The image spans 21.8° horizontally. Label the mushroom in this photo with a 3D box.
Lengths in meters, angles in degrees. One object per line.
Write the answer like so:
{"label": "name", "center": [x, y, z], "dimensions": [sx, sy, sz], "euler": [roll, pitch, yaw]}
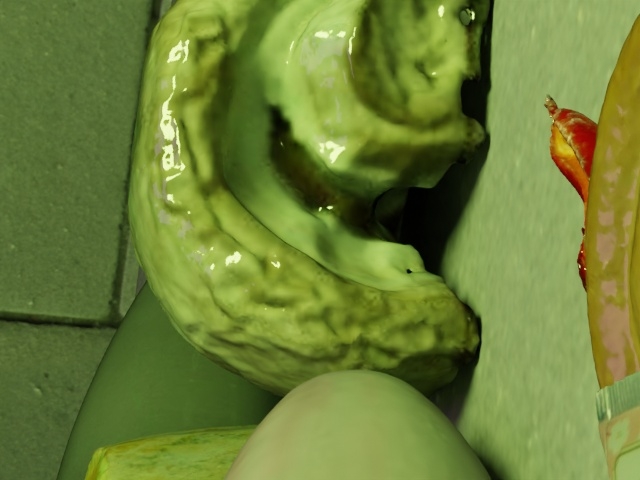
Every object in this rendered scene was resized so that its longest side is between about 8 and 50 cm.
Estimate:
{"label": "mushroom", "center": [-0.017, -0.045, 0.847], "dimensions": [0.189, 0.164, 0.267], "euler": [139, 135, -73]}

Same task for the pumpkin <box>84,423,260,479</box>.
{"label": "pumpkin", "center": [-0.059, 0.245, 0.855], "dimensions": [0.332, 0.199, 0.332], "euler": [-174, 90, -76]}

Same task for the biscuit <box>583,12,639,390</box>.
{"label": "biscuit", "center": [0.114, -0.011, 0.423], "dimensions": [0.144, 0.033, 0.224], "euler": [55, 139, 48]}

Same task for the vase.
{"label": "vase", "center": [-0.093, 0.084, 1.193], "dimensions": [0.173, 0.173, 0.321], "euler": [117, 160, -62]}

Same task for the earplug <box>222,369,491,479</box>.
{"label": "earplug", "center": [0.014, 0.157, 0.637], "dimensions": [0.301, 0.172, 0.172], "euler": [-90, 11, -55]}

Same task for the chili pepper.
{"label": "chili pepper", "center": [0.103, -0.009, 0.569], "dimensions": [0.178, 0.027, 0.045], "euler": [-107, 29, -63]}

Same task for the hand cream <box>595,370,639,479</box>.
{"label": "hand cream", "center": [0.102, 0.129, 0.400], "dimensions": [0.067, 0.043, 0.209], "euler": [137, 130, -61]}
